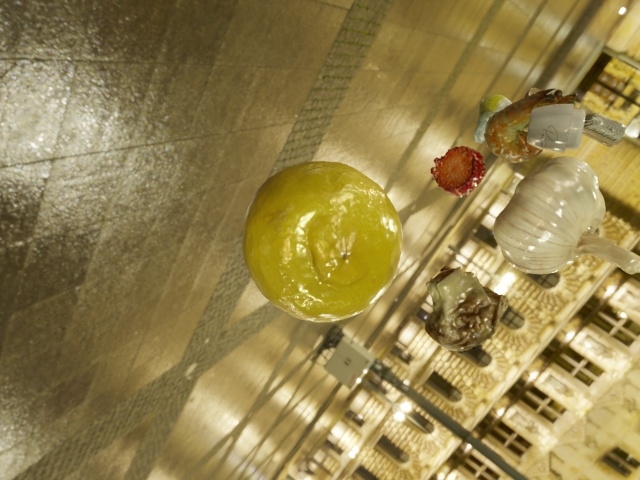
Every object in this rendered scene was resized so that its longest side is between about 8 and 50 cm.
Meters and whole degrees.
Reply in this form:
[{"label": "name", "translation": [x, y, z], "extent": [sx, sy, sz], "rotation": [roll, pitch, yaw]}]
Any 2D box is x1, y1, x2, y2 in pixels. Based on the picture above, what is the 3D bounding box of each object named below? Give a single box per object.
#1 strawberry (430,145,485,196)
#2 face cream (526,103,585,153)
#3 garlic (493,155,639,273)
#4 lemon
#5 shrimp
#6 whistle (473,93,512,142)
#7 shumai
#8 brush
[{"label": "strawberry", "translation": [0.378, -0.186, 1.513], "extent": [0.086, 0.145, 0.145], "rotation": [8, 122, -42]}, {"label": "face cream", "translation": [0.443, -0.212, 1.052], "extent": [0.091, 0.095, 0.091], "rotation": [10, 90, -68]}, {"label": "garlic", "translation": [0.401, -0.015, 0.866], "extent": [0.199, 0.226, 0.199], "rotation": [-24, 132, -30]}, {"label": "lemon", "translation": [0.000, 0.000, 1.133], "extent": [0.348, 0.348, 0.348], "rotation": [-50, 166, -17]}, {"label": "shrimp", "translation": [0.529, -0.290, 1.406], "extent": [0.062, 0.154, 0.294], "rotation": [-34, 180, -26]}, {"label": "whistle", "translation": [0.571, -0.400, 1.848], "extent": [0.223, 0.123, 0.123], "rotation": [-53, 168, -31]}, {"label": "shumai", "translation": [0.224, 0.097, 0.895], "extent": [0.145, 0.116, 0.145], "rotation": [-19, -161, 7]}, {"label": "brush", "translation": [0.745, -0.361, 1.614], "extent": [0.065, 0.327, 0.070], "rotation": [164, -53, -79]}]
